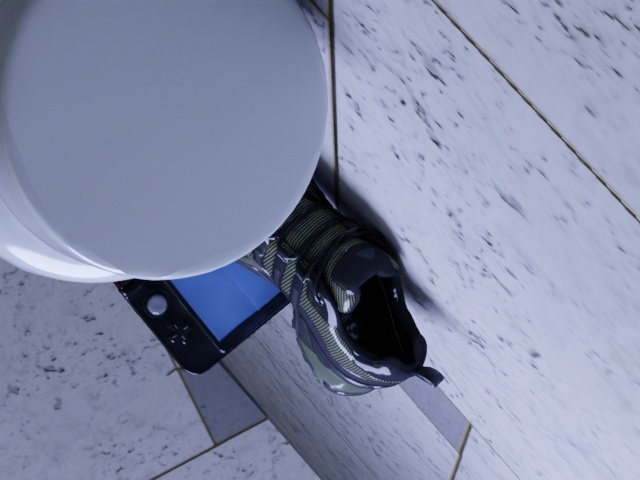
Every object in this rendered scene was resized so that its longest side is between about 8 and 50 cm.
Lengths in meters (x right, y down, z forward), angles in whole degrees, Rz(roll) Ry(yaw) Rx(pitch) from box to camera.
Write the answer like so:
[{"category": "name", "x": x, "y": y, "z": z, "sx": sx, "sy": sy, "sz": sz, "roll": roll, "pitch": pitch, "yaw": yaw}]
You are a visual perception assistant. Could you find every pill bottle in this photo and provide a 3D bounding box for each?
[{"category": "pill bottle", "x": -0.148, "y": -0.085, "z": 1.032, "sx": 0.204, "sy": 0.204, "sz": 0.361, "roll": 54, "pitch": 164, "yaw": -22}]

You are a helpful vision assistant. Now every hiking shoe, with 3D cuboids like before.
[{"category": "hiking shoe", "x": 0.000, "y": 0.000, "z": 1.154, "sx": 0.227, "sy": 0.086, "sz": 0.114, "roll": 53, "pitch": 152, "yaw": -16}]

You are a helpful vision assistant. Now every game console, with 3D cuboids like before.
[{"category": "game console", "x": -0.066, "y": 0.004, "z": 1.223, "sx": 0.124, "sy": 0.144, "sz": 0.085, "roll": 51, "pitch": 172, "yaw": -3}]
